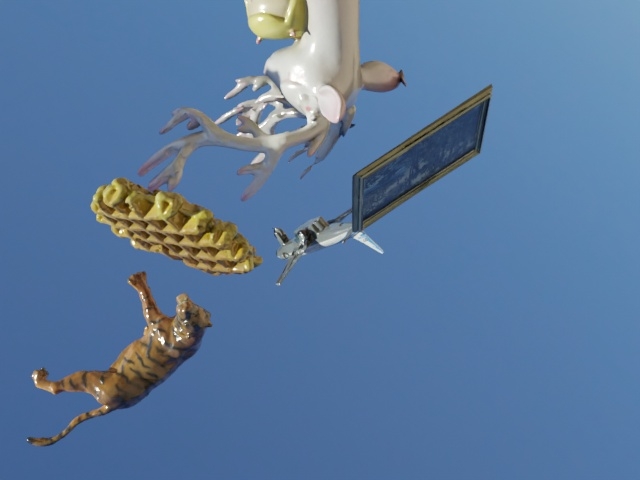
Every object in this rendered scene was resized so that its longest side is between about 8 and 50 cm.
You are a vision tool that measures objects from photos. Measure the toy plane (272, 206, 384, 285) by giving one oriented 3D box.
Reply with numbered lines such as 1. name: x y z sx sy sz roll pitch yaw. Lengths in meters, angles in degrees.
1. toy plane: -0.001 -0.003 1.906 0.226 0.226 0.058 -42 -68 -31

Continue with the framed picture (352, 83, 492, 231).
1. framed picture: 0.110 -0.084 1.568 0.011 0.183 0.142 51 165 20

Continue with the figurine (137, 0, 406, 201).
1. figurine: -0.048 -0.203 1.545 0.206 0.284 0.315 -3 -97 -57

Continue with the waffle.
1. waffle: -0.203 -0.012 2.053 0.253 0.056 0.249 25 164 -9

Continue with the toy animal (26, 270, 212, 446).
1. toy animal: -0.231 0.159 1.687 0.116 0.255 0.114 43 178 40
